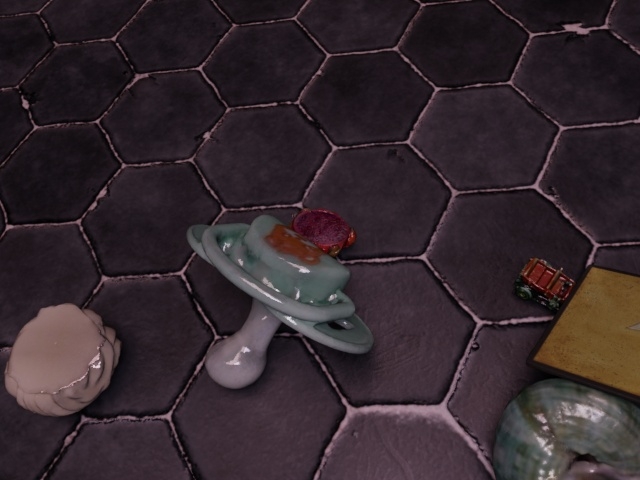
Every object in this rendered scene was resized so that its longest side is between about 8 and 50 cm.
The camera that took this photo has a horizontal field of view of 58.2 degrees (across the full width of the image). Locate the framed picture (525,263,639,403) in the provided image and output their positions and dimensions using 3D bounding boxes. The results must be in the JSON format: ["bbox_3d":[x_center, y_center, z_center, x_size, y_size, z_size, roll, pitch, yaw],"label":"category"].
[{"bbox_3d":[0.476,0.135,0.734,0.339,0.014,0.255,15,39,38],"label":"framed picture"}]

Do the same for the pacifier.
[{"bbox_3d":[-0.093,0.109,0.880,0.343,0.288,0.269,32,96,26],"label":"pacifier"}]

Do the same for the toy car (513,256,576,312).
[{"bbox_3d":[0.384,0.084,0.913,0.143,0.054,0.073,33,69,22],"label":"toy car"}]

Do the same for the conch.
[{"bbox_3d":[0.339,0.281,0.754,0.220,0.195,0.277,47,52,7],"label":"conch"}]

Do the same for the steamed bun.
[{"bbox_3d":[-0.408,0.196,0.934,0.183,0.106,0.182,-2,61,3],"label":"steamed bun"}]

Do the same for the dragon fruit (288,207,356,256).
[{"bbox_3d":[-0.001,-0.003,1.006,0.126,0.068,0.112,27,40,25],"label":"dragon fruit"}]
